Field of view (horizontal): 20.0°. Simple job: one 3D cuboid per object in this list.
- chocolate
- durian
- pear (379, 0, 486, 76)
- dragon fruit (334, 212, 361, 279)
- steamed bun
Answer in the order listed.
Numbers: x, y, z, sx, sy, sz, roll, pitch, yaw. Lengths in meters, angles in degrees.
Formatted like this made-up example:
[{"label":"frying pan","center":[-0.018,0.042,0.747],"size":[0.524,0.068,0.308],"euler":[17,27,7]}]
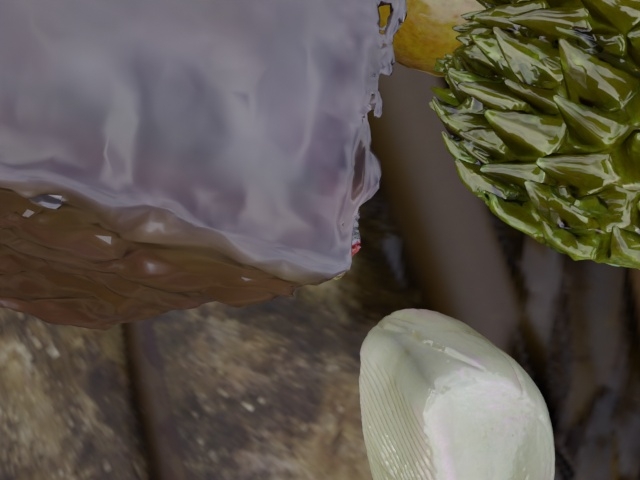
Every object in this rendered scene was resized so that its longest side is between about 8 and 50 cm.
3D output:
[{"label":"chocolate","center":[-0.041,-0.141,0.404],"size":[0.112,0.112,0.321],"euler":[16,68,-26]},{"label":"durian","center":[0.211,-0.025,0.731],"size":[0.394,0.198,0.163],"euler":[14,72,18]},{"label":"pear","center":[0.079,-0.195,0.999],"size":[0.200,0.200,0.200],"euler":[0,92,-12]},{"label":"dragon fruit","center":[0.000,0.000,1.584],"size":[0.056,0.083,0.060],"euler":[22,127,-22]},{"label":"steamed bun","center":[0.129,0.171,1.593],"size":[0.152,0.170,0.239],"euler":[-18,123,-21]}]
